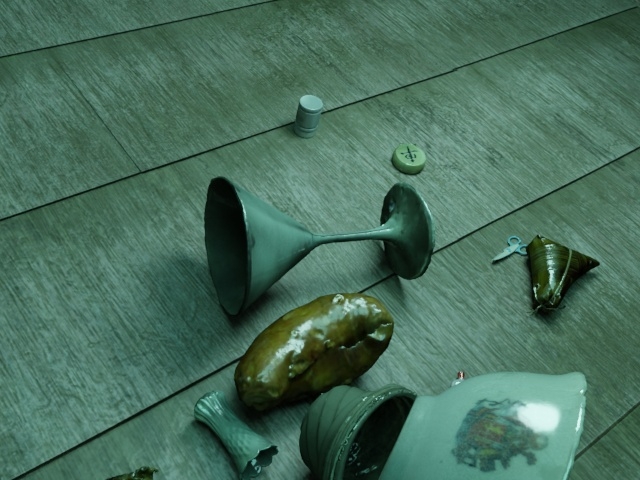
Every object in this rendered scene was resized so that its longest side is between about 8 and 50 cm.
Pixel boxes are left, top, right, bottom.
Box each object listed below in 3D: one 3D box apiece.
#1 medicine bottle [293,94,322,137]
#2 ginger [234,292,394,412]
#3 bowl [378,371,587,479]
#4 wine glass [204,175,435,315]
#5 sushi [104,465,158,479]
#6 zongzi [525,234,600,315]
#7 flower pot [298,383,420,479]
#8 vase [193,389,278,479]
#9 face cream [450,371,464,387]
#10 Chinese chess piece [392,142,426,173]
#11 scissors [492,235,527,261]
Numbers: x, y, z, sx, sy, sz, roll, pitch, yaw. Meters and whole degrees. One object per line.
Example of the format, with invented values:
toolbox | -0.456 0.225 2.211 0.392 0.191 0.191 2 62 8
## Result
medicine bottle | -0.031 -0.302 1.758 0.058 0.091 0.058 8 48 -8
ginger | -0.020 0.200 1.278 0.321 0.172 0.165 -27 98 -26
bowl | 0.188 0.340 1.010 0.196 0.435 0.435 25 48 11
wine glass | 0.000 0.000 1.405 0.406 0.267 0.267 -3 50 -24
sushi | -0.328 0.415 1.023 0.212 0.115 0.147 -1 49 -17
zongzi | 0.541 0.094 1.570 0.184 0.084 0.187 18 53 -12
flower pot | 0.056 0.323 1.158 0.235 0.235 0.140 -31 36 -34
vase | -0.146 0.316 1.188 0.081 0.081 0.148 -30 57 -34
face cream | 0.264 0.285 1.357 0.040 0.021 0.083 15 47 -1
Chinese chess piece | 0.218 -0.201 1.772 0.084 0.034 0.084 7 49 -8
scissors | 0.430 0.025 1.638 0.119 0.014 0.058 -26 59 -36
